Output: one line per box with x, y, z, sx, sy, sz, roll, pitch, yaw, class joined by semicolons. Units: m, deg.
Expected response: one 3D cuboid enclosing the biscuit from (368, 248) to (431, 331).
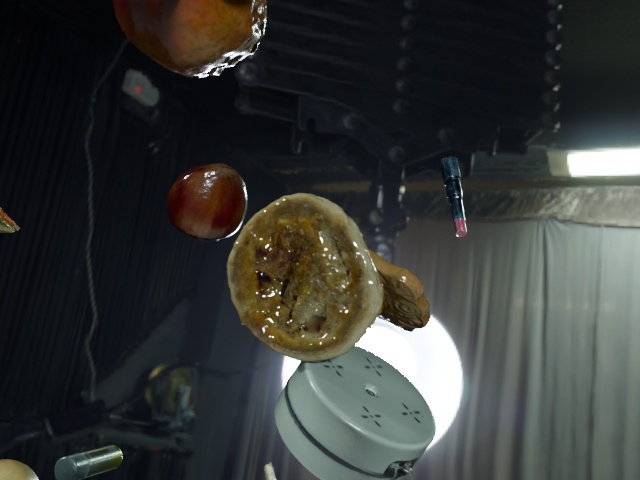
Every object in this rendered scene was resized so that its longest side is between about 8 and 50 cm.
0.170;0.153;2.145;0.365;0.062;0.385;28;-23;24;biscuit

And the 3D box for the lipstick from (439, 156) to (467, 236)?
0.380;-0.120;1.970;0.053;0.234;0.053;-5;-19;-2;lipstick

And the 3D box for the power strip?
0.081;0.396;1.541;0.357;0.161;0.357;26;21;-11;power strip

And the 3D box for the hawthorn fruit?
-0.347;-0.684;1.973;0.471;0.472;0.472;8;-14;2;hawthorn fruit

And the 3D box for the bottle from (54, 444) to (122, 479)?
-0.725;0.701;2.188;0.082;0.082;0.286;5;-9;13;bottle

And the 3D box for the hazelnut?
-0.265;-0.104;1.674;0.208;0.208;0.208;8;-14;2;hazelnut

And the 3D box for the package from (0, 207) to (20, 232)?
-0.588;-0.047;1.182;0.108;0.031;0.120;48;18;3;package

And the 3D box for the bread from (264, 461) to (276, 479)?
-0.116;0.649;1.773;0.028;0.154;0.068;-13;-29;-10;bread

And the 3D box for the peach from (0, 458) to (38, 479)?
-0.713;0.574;1.534;0.184;0.184;0.184;8;-14;2;peach

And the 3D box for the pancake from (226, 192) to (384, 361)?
-0.039;0.084;1.445;0.356;0.356;0.065;3;7;21;pancake
